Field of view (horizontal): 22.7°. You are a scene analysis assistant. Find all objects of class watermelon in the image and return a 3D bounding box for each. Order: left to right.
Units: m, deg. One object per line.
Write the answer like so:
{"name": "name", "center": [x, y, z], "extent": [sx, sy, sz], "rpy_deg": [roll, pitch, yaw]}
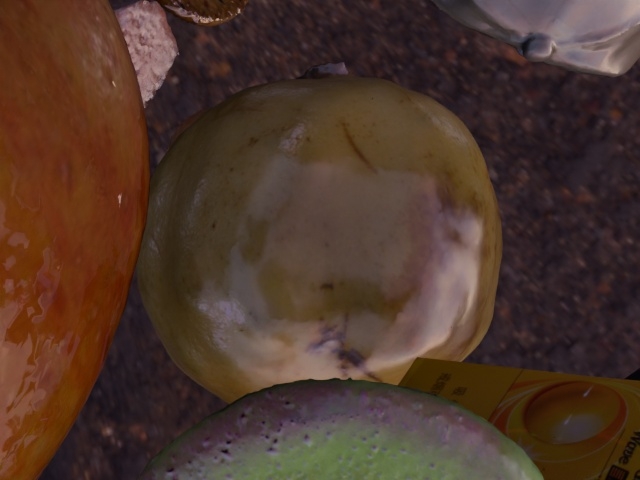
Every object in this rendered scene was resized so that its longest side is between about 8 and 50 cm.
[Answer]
{"name": "watermelon", "center": [-0.259, -0.180, 1.645], "extent": [0.226, 0.318, 0.148], "rpy_deg": [-20, 113, -2]}

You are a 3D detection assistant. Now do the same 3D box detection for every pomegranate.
{"name": "pomegranate", "center": [0.000, 0.000, 1.427], "extent": [0.332, 0.332, 0.333], "rpy_deg": [-5, 112, -13]}

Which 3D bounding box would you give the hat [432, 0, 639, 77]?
{"name": "hat", "center": [0.085, -0.148, 0.505], "extent": [0.147, 0.085, 0.175], "rpy_deg": [11, 115, -32]}

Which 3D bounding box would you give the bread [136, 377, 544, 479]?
{"name": "bread", "center": [0.007, 0.220, 0.984], "extent": [0.301, 0.045, 0.301], "rpy_deg": [1, 112, 2]}

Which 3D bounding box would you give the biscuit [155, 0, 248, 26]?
{"name": "biscuit", "center": [-0.145, -0.314, 1.706], "extent": [0.027, 0.188, 0.188], "rpy_deg": [-23, 123, 38]}

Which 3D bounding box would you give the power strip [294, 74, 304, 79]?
{"name": "power strip", "center": [0.009, -0.139, 1.723], "extent": [0.038, 0.111, 0.029], "rpy_deg": [-28, 145, -31]}

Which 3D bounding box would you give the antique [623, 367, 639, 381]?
{"name": "antique", "center": [0.242, 0.148, 1.360], "extent": [0.192, 0.031, 0.015], "rpy_deg": [-40, 160, 28]}

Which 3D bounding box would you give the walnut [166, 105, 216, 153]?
{"name": "walnut", "center": [-0.090, -0.069, 1.764], "extent": [0.184, 0.155, 0.155], "rpy_deg": [25, 103, -31]}

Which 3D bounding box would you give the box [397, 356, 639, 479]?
{"name": "box", "center": [0.153, 0.155, 1.134], "extent": [0.152, 0.269, 0.043], "rpy_deg": [-53, 133, -39]}

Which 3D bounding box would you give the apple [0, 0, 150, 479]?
{"name": "apple", "center": [-0.278, -0.004, 0.705], "extent": [0.400, 0.400, 0.334], "rpy_deg": [-12, 121, -11]}
